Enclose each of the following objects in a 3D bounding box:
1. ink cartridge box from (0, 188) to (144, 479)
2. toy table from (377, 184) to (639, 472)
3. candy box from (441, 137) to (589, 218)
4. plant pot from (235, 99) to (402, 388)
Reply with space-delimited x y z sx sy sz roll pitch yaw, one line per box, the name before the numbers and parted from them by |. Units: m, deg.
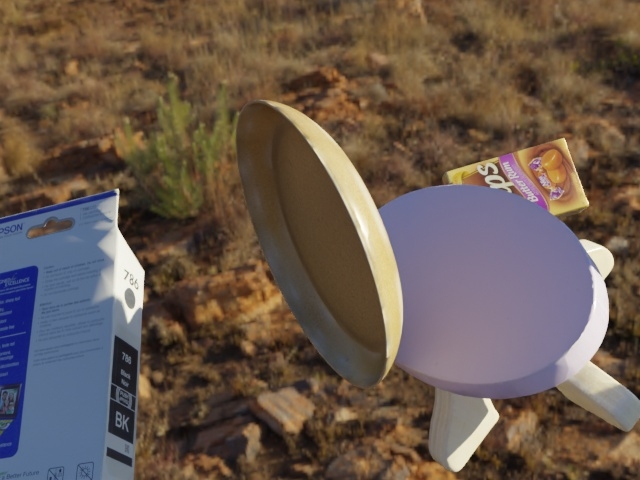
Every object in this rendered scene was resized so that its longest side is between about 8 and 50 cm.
ink cartridge box | -0.258 0.119 0.866 0.165 0.065 0.332 -12 61 17
toy table | 0.153 0.073 0.789 0.252 0.161 0.274 -44 37 2
candy box | 0.284 -0.070 1.316 0.187 0.109 0.053 -17 -12 -1
plant pot | 0.000 0.000 0.689 0.032 0.236 0.236 -24 35 -18
